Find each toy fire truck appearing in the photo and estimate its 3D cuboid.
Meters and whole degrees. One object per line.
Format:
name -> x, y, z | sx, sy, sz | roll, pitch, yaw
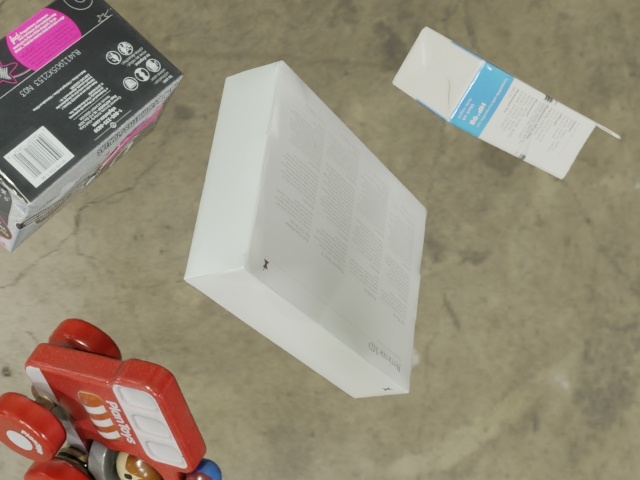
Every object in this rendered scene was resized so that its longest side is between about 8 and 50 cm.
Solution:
toy fire truck -> -0.257, 0.251, 1.388 | 0.169, 0.254, 0.302 | -56, 144, -38

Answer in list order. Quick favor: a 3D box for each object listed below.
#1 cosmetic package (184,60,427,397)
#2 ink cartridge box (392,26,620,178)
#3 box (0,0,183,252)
cosmetic package -> 0.000, 0.000, 1.367 | 0.377, 0.098, 0.284 | 41, 46, -45
ink cartridge box -> 0.166, -0.114, 0.954 | 0.180, 0.104, 0.060 | 21, 105, -33
box -> -0.301, -0.135, 1.193 | 0.163, 0.142, 0.247 | 43, 58, -2
